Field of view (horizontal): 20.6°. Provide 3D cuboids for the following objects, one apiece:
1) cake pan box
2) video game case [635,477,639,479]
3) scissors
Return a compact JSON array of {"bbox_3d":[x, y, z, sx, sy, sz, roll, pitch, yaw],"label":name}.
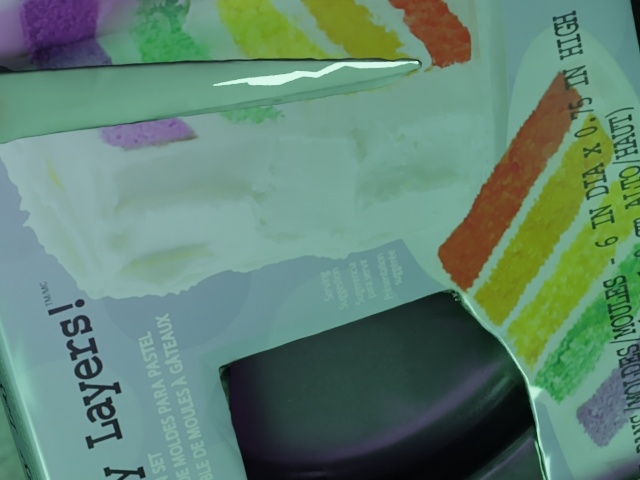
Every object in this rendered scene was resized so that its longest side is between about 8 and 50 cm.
[{"bbox_3d":[0.000,0.000,0.623,0.246,0.070,0.266,-16,107,-12],"label":"cake pan box"},{"bbox_3d":[0.031,0.213,0.668,0.274,0.026,0.196,-23,127,-10],"label":"video game case"},{"bbox_3d":[-0.125,-0.045,0.528,0.297,0.021,0.109,-18,106,15],"label":"scissors"}]
